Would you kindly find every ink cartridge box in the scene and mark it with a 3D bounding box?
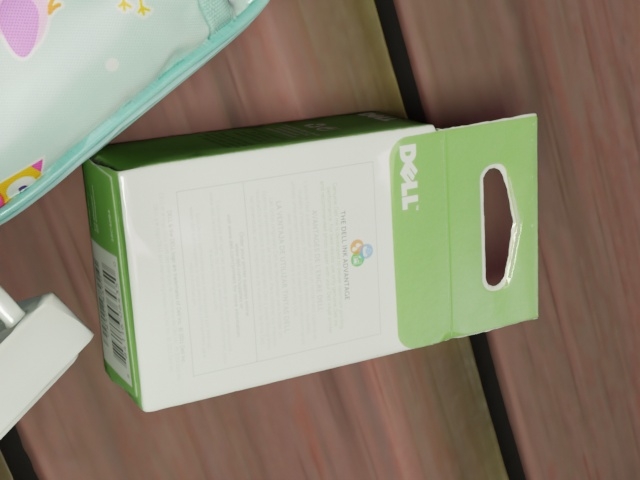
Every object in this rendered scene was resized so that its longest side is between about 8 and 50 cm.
[{"bbox_3d":[0.000,0.000,0.573,0.209,0.062,0.109,-11,107,-24],"label":"ink cartridge box"}]

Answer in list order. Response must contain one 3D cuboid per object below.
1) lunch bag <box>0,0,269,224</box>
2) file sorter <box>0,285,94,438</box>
[{"bbox_3d":[-0.152,-0.157,0.436,0.224,0.108,0.279,-39,116,-12],"label":"lunch bag"},{"bbox_3d":[-0.244,0.070,0.338,0.173,0.192,0.278,51,61,-16],"label":"file sorter"}]
